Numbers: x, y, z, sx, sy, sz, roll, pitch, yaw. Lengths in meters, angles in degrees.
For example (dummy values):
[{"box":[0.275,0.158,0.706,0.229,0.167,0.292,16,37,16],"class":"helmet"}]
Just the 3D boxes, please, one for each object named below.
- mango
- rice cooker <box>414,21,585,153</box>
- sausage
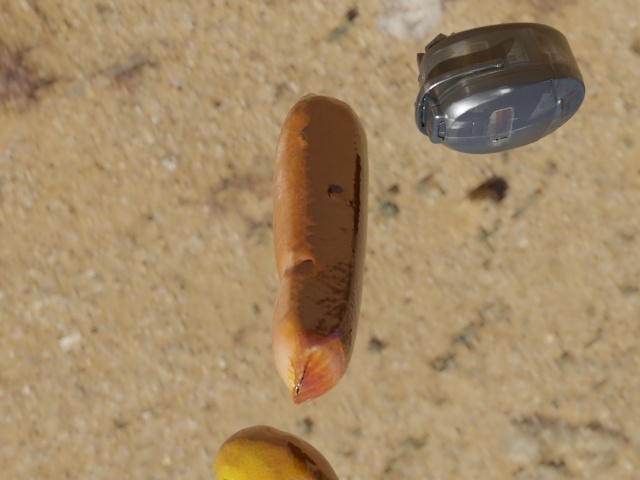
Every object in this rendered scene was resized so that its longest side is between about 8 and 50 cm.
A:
[{"box":[-0.046,0.242,1.751,0.084,0.159,0.105,-28,136,-52],"class":"mango"},{"box":[0.170,-0.148,1.695,0.165,0.106,0.112,-5,148,-5],"class":"rice cooker"},{"box":[0.000,0.000,1.695,0.094,0.348,0.097,3,144,-3],"class":"sausage"}]
